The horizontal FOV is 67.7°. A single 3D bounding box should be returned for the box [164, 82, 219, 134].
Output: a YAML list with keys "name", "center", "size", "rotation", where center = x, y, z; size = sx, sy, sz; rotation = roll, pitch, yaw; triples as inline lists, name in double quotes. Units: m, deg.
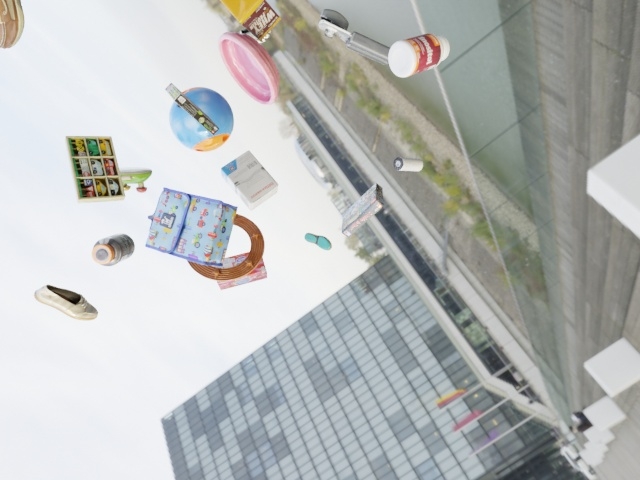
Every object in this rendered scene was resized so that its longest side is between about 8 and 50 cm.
- name: "box"
  center: [-0.474, -0.486, 1.772]
  size: [0.207, 0.036, 0.114]
  rotation: [40, -174, -48]

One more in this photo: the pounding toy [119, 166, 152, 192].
- name: "pounding toy"
  center: [-0.884, -0.268, 2.205]
  size: [0.237, 0.182, 0.110]
  rotation: [-56, -30, -70]

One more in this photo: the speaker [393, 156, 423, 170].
- name: "speaker"
  center: [0.367, -0.317, 1.984]
  size: [0.136, 0.055, 0.055]
  rotation: [-6, -128, -42]

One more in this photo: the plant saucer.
- name: "plant saucer"
  center: [-0.284, -0.719, 1.977]
  size: [0.332, 0.084, 0.332]
  rotation: [42, 165, 14]

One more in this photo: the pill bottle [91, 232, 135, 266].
- name: "pill bottle"
  center: [-0.941, 0.044, 2.156]
  size: [0.130, 0.130, 0.246]
  rotation: [52, -178, -8]

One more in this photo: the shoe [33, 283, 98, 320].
- name: "shoe"
  center: [-0.842, 0.208, 1.605]
  size: [0.219, 0.058, 0.077]
  rotation: [37, -163, -42]

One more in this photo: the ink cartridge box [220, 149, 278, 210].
- name: "ink cartridge box"
  center: [-0.276, -0.234, 1.863]
  size: [0.191, 0.139, 0.082]
  rotation: [50, 160, 8]

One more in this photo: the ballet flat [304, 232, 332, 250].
- name: "ballet flat"
  center: [0.000, 0.000, 2.111]
  size: [0.168, 0.057, 0.052]
  rotation: [26, -164, 38]

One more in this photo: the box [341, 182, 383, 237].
- name: "box"
  center: [0.189, -0.137, 2.165]
  size: [0.044, 0.233, 0.159]
  rotation: [36, -149, -19]

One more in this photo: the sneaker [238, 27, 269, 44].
- name: "sneaker"
  center: [-0.359, -0.923, 2.261]
  size: [0.118, 0.292, 0.110]
  rotation: [14, -147, -45]

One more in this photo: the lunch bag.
- name: "lunch bag"
  center: [-0.466, -0.053, 1.656]
  size: [0.292, 0.221, 0.138]
  rotation: [14, 178, 16]

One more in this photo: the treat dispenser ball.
- name: "treat dispenser ball"
  center: [-0.538, -0.546, 2.163]
  size: [0.288, 0.288, 0.288]
  rotation: [52, -173, -9]

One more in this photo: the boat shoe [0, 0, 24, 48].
- name: "boat shoe"
  center: [-0.937, -0.703, 1.364]
  size: [0.122, 0.324, 0.120]
  rotation: [39, -139, 3]

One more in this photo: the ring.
- name: "ring"
  center: [-0.403, 0.016, 2.009]
  size: [0.337, 0.336, 0.032]
  rotation: [57, 159, 24]

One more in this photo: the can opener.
- name: "can opener"
  center: [0.128, -0.704, 1.635]
  size: [0.283, 0.095, 0.076]
  rotation: [20, -179, -11]

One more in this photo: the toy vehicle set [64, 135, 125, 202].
- name: "toy vehicle set"
  center: [-0.862, -0.274, 1.825]
  size: [0.165, 0.035, 0.267]
  rotation: [-9, -105, -35]

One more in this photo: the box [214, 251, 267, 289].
- name: "box"
  center: [-0.413, 0.151, 2.460]
  size: [0.123, 0.256, 0.128]
  rotation: [96, 157, -66]

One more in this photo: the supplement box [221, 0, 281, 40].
- name: "supplement box"
  center: [-0.292, -0.939, 1.899]
  size: [0.191, 0.129, 0.194]
  rotation: [50, -167, 10]

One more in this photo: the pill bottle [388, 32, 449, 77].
- name: "pill bottle"
  center: [0.247, -0.462, 1.180]
  size: [0.086, 0.151, 0.086]
  rotation: [35, 140, 36]
